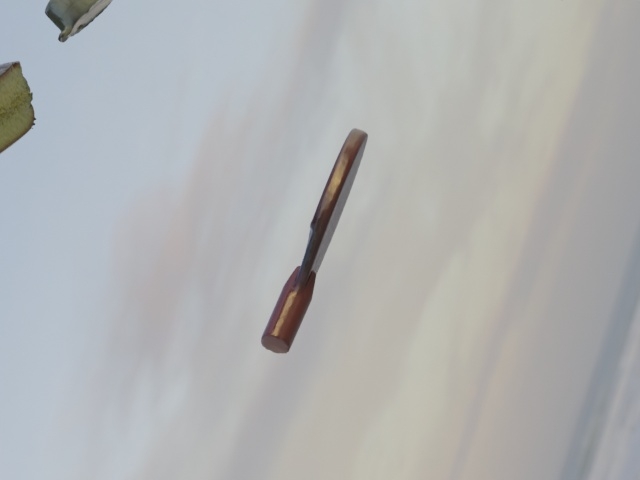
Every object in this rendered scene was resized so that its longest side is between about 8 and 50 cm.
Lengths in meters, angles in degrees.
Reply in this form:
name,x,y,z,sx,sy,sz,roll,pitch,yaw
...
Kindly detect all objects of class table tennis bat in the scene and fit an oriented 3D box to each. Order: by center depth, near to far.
name,x,y,z,sx,sy,sz,roll,pitch,yaw
table tennis bat,0.000,0.000,2.282,0.200,0.038,0.310,103,-171,-61

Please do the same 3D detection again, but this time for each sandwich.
name,x,y,z,sx,sy,sz,roll,pitch,yaw
sandwich,-0.403,-0.126,2.099,0.244,0.088,0.090,-59,-46,-64

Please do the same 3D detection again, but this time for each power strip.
name,x,y,z,sx,sy,sz,roll,pitch,yaw
power strip,-0.195,-0.319,2.012,0.286,0.048,0.080,-48,0,-20
